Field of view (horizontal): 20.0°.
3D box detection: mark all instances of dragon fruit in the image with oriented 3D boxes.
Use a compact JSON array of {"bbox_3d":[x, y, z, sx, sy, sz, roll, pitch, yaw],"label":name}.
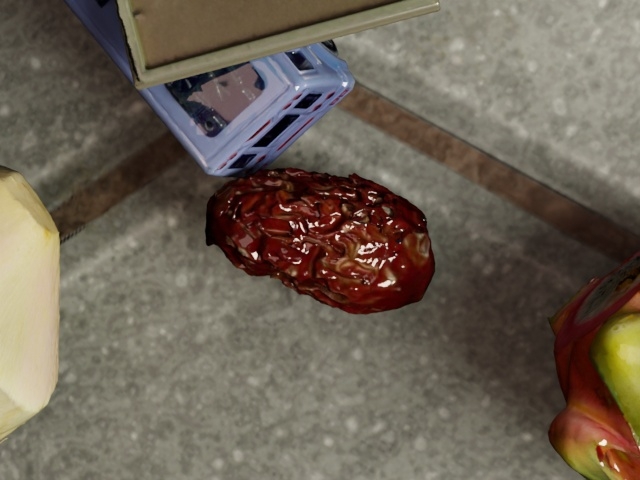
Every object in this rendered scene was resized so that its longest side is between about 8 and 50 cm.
[{"bbox_3d":[0.256,0.104,1.158,0.224,0.224,0.227,-44,84,14],"label":"dragon fruit"}]

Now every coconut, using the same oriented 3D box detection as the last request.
[{"bbox_3d":[-0.299,0.039,1.312,0.259,0.259,0.259,1,93,17],"label":"coconut"}]

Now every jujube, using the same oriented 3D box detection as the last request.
[{"bbox_3d":[0.001,-0.003,1.273,0.166,0.104,0.104,13,98,-12],"label":"jujube"}]

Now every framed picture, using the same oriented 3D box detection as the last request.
[{"bbox_3d":[-0.058,-0.266,1.218,0.211,0.020,0.289,-15,84,2],"label":"framed picture"}]

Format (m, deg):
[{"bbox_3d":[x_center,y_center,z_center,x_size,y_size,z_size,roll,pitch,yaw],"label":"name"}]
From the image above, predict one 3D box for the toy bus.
[{"bbox_3d":[-0.117,-0.185,1.294,0.125,0.133,0.292,-41,82,15],"label":"toy bus"}]
